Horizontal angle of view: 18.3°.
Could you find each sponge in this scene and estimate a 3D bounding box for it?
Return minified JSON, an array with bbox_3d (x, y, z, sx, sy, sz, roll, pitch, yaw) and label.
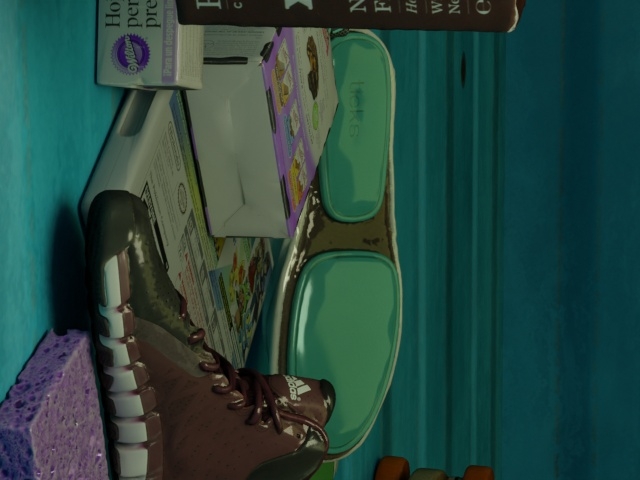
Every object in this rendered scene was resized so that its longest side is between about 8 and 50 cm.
[{"bbox_3d":[-0.169,0.177,1.305,0.117,0.031,0.210,-66,155,-60],"label":"sponge"}]

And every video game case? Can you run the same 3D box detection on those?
[{"bbox_3d":[-0.104,0.000,1.566,0.300,0.036,0.329,-75,161,-46],"label":"video game case"}]

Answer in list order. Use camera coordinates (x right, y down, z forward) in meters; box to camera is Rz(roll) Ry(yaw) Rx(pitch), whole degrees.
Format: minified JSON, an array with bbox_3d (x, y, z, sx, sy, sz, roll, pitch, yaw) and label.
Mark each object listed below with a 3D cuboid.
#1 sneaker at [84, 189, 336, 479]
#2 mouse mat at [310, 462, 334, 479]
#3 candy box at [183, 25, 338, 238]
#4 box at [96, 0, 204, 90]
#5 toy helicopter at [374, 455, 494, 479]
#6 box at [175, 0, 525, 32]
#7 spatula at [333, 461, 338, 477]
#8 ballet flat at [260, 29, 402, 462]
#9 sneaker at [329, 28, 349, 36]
[{"bbox_3d":[-0.073,0.083,1.373,0.106,0.163,0.281,-112,-164,-59],"label":"sneaker"},{"bbox_3d":[-0.003,0.219,2.031,0.152,0.007,0.189,-16,112,-76],"label":"mouse mat"},{"bbox_3d":[-0.044,-0.124,1.572,0.196,0.070,0.164,-71,158,-51],"label":"candy box"},{"bbox_3d":[-0.116,-0.268,1.400,0.067,0.063,0.324,-9,101,-76],"label":"box"},{"bbox_3d":[0.122,0.451,2.429,0.235,0.140,0.355,-57,149,-63],"label":"toy helicopter"},{"bbox_3d":[0.023,-0.232,1.152,0.167,0.203,0.168,-71,159,-51],"label":"box"},{"bbox_3d":[-0.010,0.270,2.075,0.168,0.019,0.242,47,50,-74],"label":"spatula"},{"bbox_3d":[0.000,0.000,1.832,0.139,0.139,0.400,2,90,-77],"label":"ballet flat"},{"bbox_3d":[-0.011,-0.195,1.714,0.166,0.076,0.065,-49,-167,-5],"label":"sneaker"}]
